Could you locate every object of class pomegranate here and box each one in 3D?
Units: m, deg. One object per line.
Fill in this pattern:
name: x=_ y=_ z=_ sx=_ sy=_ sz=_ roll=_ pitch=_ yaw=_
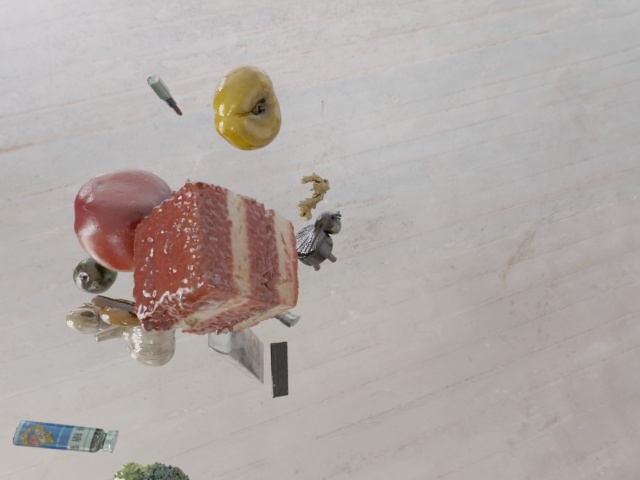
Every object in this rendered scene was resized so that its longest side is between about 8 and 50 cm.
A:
pomegranate: x=-0.804 y=0.116 z=1.484 sx=0.148 sy=0.169 sz=0.149 roll=-4 pitch=102 yaw=-18

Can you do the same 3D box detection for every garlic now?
garlic: x=-0.706 y=0.256 z=1.297 sx=0.124 sy=0.174 sz=0.099 roll=7 pitch=85 yaw=40
garlic: x=-0.523 y=0.253 z=1.172 sx=0.211 sy=0.218 sz=0.219 roll=-1 pitch=65 yaw=-30

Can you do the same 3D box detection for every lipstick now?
lipstick: x=-0.332 y=-0.310 z=0.897 sx=0.025 sy=0.107 sz=0.025 roll=-24 pitch=60 yaw=5

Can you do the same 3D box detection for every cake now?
cake: x=-0.229 y=0.060 z=0.963 sx=0.269 sy=0.319 sz=0.270 roll=-27 pitch=60 yaw=33

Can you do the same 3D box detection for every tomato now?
tomato: x=-0.611 y=-0.064 z=1.334 sx=0.289 sy=0.293 sz=0.325 roll=5 pitch=32 yaw=8

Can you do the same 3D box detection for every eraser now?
eraser: x=-0.304 y=0.390 z=1.548 sx=0.082 sy=0.397 sz=0.213 roll=-10 pitch=57 yaw=6

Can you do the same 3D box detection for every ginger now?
ginger: x=-0.033 y=-0.196 z=1.812 sx=0.176 sy=0.052 sz=0.193 roll=-21 pitch=103 yaw=3

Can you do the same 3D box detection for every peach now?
peach: x=-0.158 y=-0.285 z=0.892 sx=0.103 sy=0.179 sz=0.179 roll=9 pitch=62 yaw=35

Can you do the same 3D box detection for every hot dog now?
hot dog: x=-0.511 y=0.179 z=1.055 sx=0.140 sy=0.090 sz=0.060 roll=15 pitch=101 yaw=6

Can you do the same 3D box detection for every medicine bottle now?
medicine bottle: x=-0.534 y=0.417 z=0.872 sx=0.190 sy=0.051 sz=0.051 roll=13 pitch=65 yaw=-16

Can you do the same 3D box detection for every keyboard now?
keyboard: x=-0.164 y=0.513 z=1.642 sx=0.072 sy=0.023 sz=0.231 roll=-4 pitch=99 yaw=-20

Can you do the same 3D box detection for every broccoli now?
broccoli: x=-0.432 y=0.669 z=0.986 sx=0.243 sy=0.263 sz=0.247 roll=-16 pitch=31 yaw=13

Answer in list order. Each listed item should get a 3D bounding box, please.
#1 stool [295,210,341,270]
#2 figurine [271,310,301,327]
stool: x=0.000 y=0.000 z=1.307 sx=0.217 sy=0.121 sz=0.125 roll=-52 pitch=41 yaw=-2
figurine: x=-0.263 y=0.240 z=1.753 sx=0.381 sy=0.224 sz=0.205 roll=40 pitch=96 yaw=28
